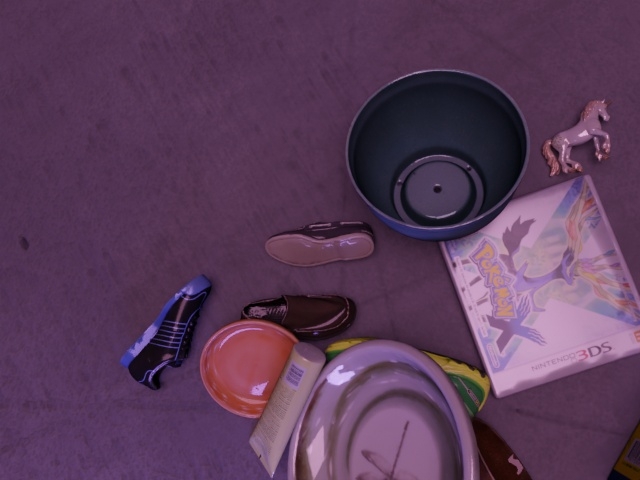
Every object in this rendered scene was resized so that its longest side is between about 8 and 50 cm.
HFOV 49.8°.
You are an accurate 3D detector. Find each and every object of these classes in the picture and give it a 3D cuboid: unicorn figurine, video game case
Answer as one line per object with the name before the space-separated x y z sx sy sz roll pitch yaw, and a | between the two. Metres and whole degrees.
unicorn figurine | 0.481 -0.190 1.255 0.162 0.060 0.111 -22 70 9
video game case | 0.399 0.080 1.240 0.300 0.036 0.329 -19 80 3

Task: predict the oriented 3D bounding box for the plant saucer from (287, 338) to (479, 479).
plant saucer | 0.106 0.361 1.093 0.400 0.100 0.400 -21 61 44

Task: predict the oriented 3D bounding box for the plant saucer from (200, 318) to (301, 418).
plant saucer | -0.116 0.227 1.242 0.200 0.037 0.200 1 111 3

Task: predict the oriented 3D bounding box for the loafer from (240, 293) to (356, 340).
loafer | -0.044 0.138 1.250 0.220 0.078 0.080 -9 63 6

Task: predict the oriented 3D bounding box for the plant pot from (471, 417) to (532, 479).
plant pot | 0.224 0.448 1.140 0.230 0.215 0.215 -39 80 16

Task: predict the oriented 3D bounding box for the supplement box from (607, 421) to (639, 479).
supplement box | 0.657 0.303 1.100 0.194 0.195 0.356 30 86 9

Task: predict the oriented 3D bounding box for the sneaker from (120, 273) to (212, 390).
sneaker | -0.267 0.172 1.283 0.090 0.081 0.232 41 95 7

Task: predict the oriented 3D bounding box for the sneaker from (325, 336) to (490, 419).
sneaker | 0.145 0.245 1.209 0.295 0.109 0.123 15 83 9

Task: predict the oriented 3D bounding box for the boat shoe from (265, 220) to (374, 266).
boat shoe | 0.000 0.000 1.295 0.206 0.075 0.065 -3 39 11

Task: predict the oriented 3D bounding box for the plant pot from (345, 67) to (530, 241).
plant pot | 0.201 -0.119 1.193 0.293 0.196 0.293 -4 68 10

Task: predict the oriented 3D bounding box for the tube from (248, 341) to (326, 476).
tube | -0.063 0.291 1.207 0.062 0.070 0.240 24 108 -1
